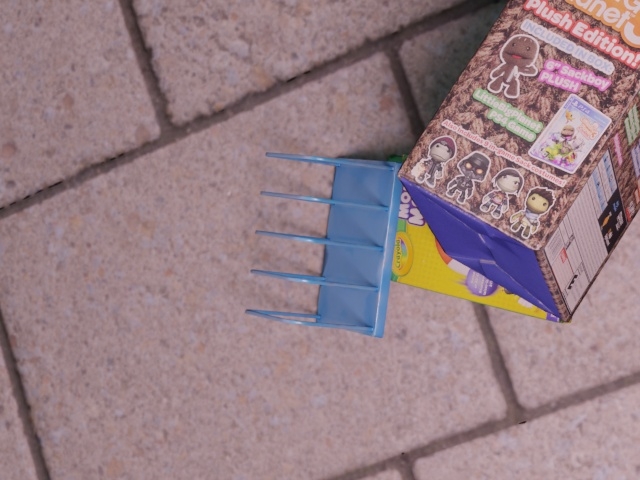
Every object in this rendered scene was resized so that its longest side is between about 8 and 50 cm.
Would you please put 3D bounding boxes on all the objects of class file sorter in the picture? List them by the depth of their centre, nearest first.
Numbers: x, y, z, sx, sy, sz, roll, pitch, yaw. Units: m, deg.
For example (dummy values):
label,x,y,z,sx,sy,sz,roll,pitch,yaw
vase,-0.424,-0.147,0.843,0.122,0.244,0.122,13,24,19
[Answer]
label,x,y,z,sx,sy,sz,roll,pitch,yaw
file sorter,0.000,0.000,1.699,0.118,0.104,0.170,9,91,60

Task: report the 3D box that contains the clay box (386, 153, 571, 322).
label,x,y,z,sx,sy,sz,roll,pitch,yaw
clay box,0.147,-0.006,1.691,0.222,0.053,0.127,13,93,22

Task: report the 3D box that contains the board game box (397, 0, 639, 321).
label,x,y,z,sx,sy,sz,roll,pitch,yaw
board game box,0.222,-0.108,1.527,0.141,0.232,0.291,30,81,21
